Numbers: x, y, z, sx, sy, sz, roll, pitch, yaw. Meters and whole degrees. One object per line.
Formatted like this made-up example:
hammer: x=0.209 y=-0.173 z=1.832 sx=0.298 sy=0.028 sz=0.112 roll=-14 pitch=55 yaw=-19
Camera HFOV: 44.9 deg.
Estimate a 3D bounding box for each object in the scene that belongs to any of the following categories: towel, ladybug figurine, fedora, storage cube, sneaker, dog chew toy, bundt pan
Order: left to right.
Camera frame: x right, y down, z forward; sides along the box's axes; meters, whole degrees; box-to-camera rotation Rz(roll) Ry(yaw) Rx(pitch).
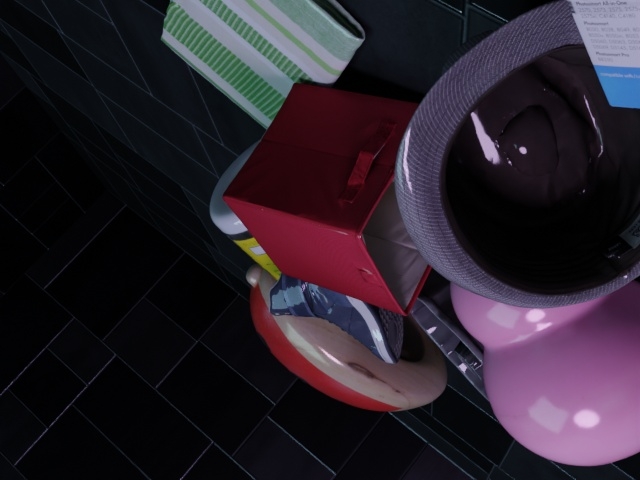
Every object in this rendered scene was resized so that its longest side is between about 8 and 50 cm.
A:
towel: x=-0.088 y=-0.259 z=0.967 sx=0.248 sy=0.038 sz=0.325 roll=41 pitch=158 yaw=-3
sneaker: x=0.022 y=0.100 z=1.121 sx=0.163 sy=0.086 sz=0.226 roll=-4 pitch=137 yaw=27
ladybug figurine: x=0.038 y=0.176 z=1.446 sx=0.449 sy=0.162 sz=0.305 roll=34 pitch=-153 yaw=-20
storage cube: x=0.035 y=-0.050 z=0.933 sx=0.193 sy=0.184 sz=0.215 roll=17 pitch=157 yaw=31
bundt pan: x=0.244 y=0.130 z=1.048 sx=0.331 sy=0.124 sz=0.331 roll=49 pitch=176 yaw=5
fedora: x=0.172 y=-0.076 z=0.615 sx=0.275 sy=0.243 sz=0.124 roll=40 pitch=-163 yaw=-30
dog chew toy: x=0.229 y=0.056 z=0.795 sx=0.332 sy=0.206 sz=0.206 roll=61 pitch=165 yaw=2

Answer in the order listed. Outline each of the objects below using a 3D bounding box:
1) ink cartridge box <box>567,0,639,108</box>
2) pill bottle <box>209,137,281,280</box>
ink cartridge box: x=0.186 y=-0.172 z=0.431 sx=0.060 sy=0.104 sz=0.180 roll=22 pitch=157 yaw=52
pill bottle: x=0.000 y=0.000 z=1.223 sx=0.334 sy=0.188 sz=0.188 roll=45 pitch=166 yaw=-29
